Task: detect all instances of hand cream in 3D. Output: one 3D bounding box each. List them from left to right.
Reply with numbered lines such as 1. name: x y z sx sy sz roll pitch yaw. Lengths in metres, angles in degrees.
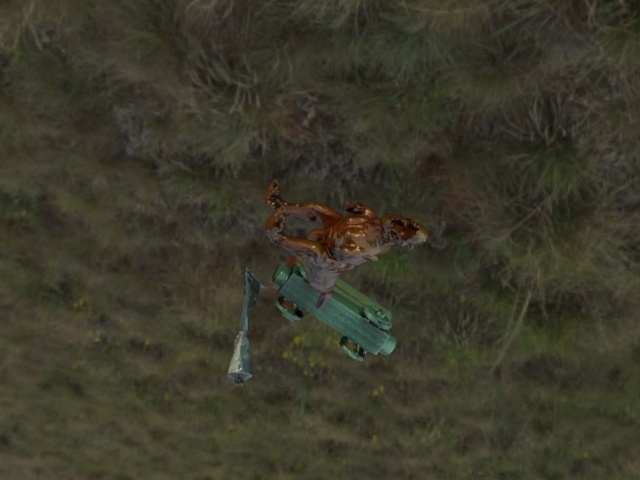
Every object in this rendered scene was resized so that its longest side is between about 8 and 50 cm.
1. hand cream: -0.151 0.183 1.393 0.052 0.248 0.075 8 148 -1

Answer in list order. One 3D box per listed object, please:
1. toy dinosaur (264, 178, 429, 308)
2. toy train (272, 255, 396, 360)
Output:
1. toy dinosaur: 0.000 0.000 0.993 0.208 0.097 0.432 29 159 -13
2. toy train: 0.028 0.128 1.362 0.285 0.177 0.116 32 105 -9
